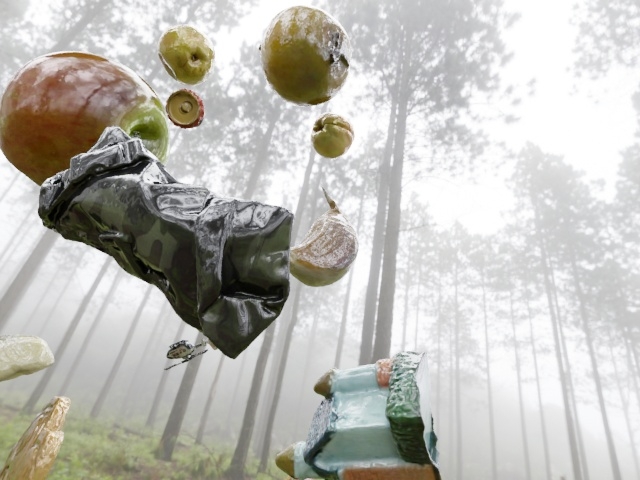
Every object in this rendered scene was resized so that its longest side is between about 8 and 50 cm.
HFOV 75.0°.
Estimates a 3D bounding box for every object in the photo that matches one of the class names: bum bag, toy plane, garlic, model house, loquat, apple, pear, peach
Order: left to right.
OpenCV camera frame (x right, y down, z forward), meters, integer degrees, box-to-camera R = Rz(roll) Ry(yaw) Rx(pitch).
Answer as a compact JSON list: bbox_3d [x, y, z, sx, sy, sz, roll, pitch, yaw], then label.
[{"bbox_3d":[-0.517,-0.241,0.947,0.338,0.340,0.340,8,-33,5],"label":"apple"},{"bbox_3d":[-0.167,-0.018,0.436,0.340,0.144,0.095,26,-4,25],"label":"bum bag"},{"bbox_3d":[-0.395,-0.547,1.240,0.177,0.178,0.178,8,-33,5],"label":"pear"},{"bbox_3d":[-0.286,0.237,0.905,0.120,0.049,0.031,-22,-11,-13],"label":"toy plane"},{"bbox_3d":[-0.070,-0.638,1.463,0.359,0.329,0.328,11,-26,42],"label":"loquat"},{"bbox_3d":[0.011,-0.001,0.769,0.128,0.198,0.090,40,-35,-11],"label":"garlic"},{"bbox_3d":[0.048,-0.410,1.644,0.183,0.184,0.184,8,-33,5],"label":"peach"},{"bbox_3d":[0.061,0.340,0.718,0.290,0.184,0.254,-11,-68,10],"label":"model house"}]

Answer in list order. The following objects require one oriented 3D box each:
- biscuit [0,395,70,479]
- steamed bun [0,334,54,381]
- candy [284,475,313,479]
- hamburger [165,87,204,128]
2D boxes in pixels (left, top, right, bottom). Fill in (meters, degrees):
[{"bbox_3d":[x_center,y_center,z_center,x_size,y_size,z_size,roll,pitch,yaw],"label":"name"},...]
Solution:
[{"bbox_3d":[-0.642,0.475,0.908,0.051,0.270,0.375,34,-35,-27],"label":"biscuit"},{"bbox_3d":[-0.742,0.279,0.974,0.212,0.111,0.231,-17,-1,-13],"label":"steamed bun"},{"bbox_3d":[-0.061,0.483,0.764,0.038,0.062,0.122,37,-82,-16],"label":"candy"},{"bbox_3d":[-0.584,-0.565,1.829,0.175,0.176,0.137,13,1,-2],"label":"hamburger"}]
